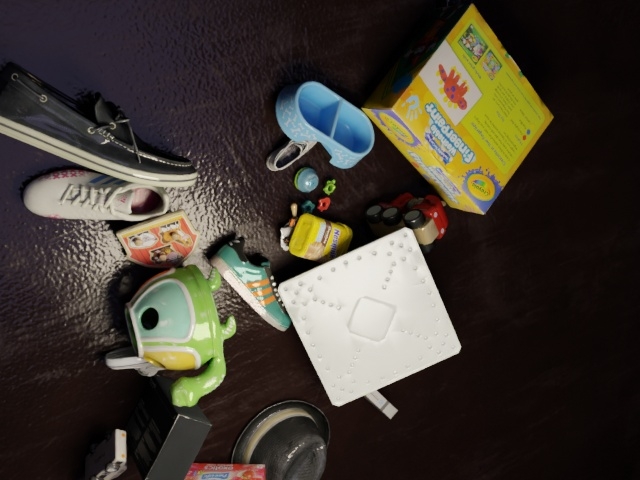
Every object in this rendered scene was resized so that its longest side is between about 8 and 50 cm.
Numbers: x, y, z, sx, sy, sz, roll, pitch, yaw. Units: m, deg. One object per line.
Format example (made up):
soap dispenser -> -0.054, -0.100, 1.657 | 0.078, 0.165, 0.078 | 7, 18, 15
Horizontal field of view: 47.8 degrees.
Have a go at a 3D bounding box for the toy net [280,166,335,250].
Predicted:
toy net -> -0.048, -0.080, 1.987 | 0.122, 0.045, 0.232 | 22, 95, -44

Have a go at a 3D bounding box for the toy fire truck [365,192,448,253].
toy fire truck -> 0.287, -0.079, 2.071 | 0.246, 0.217, 0.159 | -47, 125, -27

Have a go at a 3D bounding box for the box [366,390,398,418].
box -> 0.131, 0.439, 2.146 | 0.038, 0.145, 0.186 | -47, 119, -10

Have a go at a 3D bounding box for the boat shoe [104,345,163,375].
boat shoe -> -0.439, 0.314, 1.860 | 0.226, 0.083, 0.076 | -5, 104, -27

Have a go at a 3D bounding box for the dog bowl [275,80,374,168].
dog bowl -> 0.022, -0.311, 1.907 | 0.297, 0.074, 0.166 | 29, 63, -30

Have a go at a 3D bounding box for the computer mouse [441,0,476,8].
computer mouse -> 0.332, -0.679, 2.034 | 0.242, 0.041, 0.071 | 12, 99, -22

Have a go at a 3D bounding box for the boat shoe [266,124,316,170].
boat shoe -> -0.063, -0.250, 1.921 | 0.184, 0.063, 0.066 | -35, 115, -15

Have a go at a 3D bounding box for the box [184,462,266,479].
box -> -0.279, 0.688, 1.952 | 0.256, 0.128, 0.123 | 0, 105, 3

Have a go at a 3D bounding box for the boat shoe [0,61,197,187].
boat shoe -> -0.500, -0.249, 1.635 | 0.500, 0.187, 0.156 | 21, 98, -24

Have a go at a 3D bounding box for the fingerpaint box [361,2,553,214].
fingerpaint box -> 0.388, -0.357, 2.011 | 0.445, 0.163, 0.371 | 42, 80, -30

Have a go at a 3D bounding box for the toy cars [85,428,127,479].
toy cars -> -0.560, 0.650, 1.833 | 0.087, 0.176, 0.394 | 19, 94, -35

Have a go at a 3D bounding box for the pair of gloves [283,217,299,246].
pair of gloves -> -0.066, -0.022, 1.959 | 0.074, 0.010, 0.083 | 2, 108, -46

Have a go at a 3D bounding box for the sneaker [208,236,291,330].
sneaker -> -0.159, 0.118, 1.939 | 0.121, 0.108, 0.302 | -44, 116, -6

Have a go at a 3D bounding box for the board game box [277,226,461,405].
board game box -> 0.135, 0.207, 1.971 | 0.389, 0.050, 0.390 | -24, 103, 1

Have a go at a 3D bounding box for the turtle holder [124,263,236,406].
turtle holder -> -0.349, 0.228, 1.785 | 0.227, 0.243, 0.321 | -12, 98, -24

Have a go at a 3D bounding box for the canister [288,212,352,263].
canister -> 0.000, 0.000, 1.977 | 0.170, 0.073, 0.126 | 17, 95, -51

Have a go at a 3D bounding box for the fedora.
fedora -> -0.091, 0.635, 2.079 | 0.334, 0.152, 0.334 | -7, 105, -25

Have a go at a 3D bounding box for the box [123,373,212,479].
box -> -0.392, 0.476, 1.823 | 0.103, 0.261, 0.184 | 24, 91, -29

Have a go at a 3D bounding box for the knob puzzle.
knob puzzle -> -0.388, 0.017, 1.789 | 0.213, 0.030, 0.213 | -13, 142, -10

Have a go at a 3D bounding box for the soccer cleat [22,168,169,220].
soccer cleat -> -0.512, -0.103, 1.684 | 0.331, 0.143, 0.116 | -2, 102, -27
